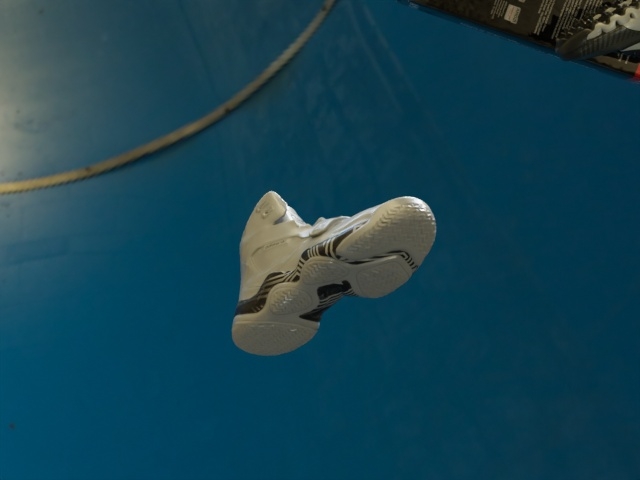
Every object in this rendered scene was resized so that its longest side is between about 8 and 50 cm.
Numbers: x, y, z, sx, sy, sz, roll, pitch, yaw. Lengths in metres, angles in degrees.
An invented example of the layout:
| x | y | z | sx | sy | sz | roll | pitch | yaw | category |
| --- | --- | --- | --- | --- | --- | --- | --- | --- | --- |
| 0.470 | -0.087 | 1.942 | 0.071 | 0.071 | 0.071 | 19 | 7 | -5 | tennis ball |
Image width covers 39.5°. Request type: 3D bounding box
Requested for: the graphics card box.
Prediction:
| x | y | z | sx | sy | sz | roll | pitch | yaw | category |
| --- | --- | --- | --- | --- | --- | --- | --- | --- | --- |
| 0.307 | -0.367 | 1.169 | 0.370 | 0.233 | 0.094 | 18 | -169 | -1 | graphics card box |

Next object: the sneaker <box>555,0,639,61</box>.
| x | y | z | sx | sy | sz | roll | pitch | yaw | category |
| --- | --- | --- | --- | --- | --- | --- | --- | --- | --- |
| 0.388 | -0.236 | 1.020 | 0.234 | 0.106 | 0.078 | -22 | -166 | -1 | sneaker |

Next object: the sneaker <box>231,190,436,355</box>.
| x | y | z | sx | sy | sz | roll | pitch | yaw | category |
| --- | --- | --- | --- | --- | --- | --- | --- | --- | --- |
| 0.000 | 0.000 | 1.284 | 0.366 | 0.137 | 0.210 | -37 | -136 | 31 | sneaker |
